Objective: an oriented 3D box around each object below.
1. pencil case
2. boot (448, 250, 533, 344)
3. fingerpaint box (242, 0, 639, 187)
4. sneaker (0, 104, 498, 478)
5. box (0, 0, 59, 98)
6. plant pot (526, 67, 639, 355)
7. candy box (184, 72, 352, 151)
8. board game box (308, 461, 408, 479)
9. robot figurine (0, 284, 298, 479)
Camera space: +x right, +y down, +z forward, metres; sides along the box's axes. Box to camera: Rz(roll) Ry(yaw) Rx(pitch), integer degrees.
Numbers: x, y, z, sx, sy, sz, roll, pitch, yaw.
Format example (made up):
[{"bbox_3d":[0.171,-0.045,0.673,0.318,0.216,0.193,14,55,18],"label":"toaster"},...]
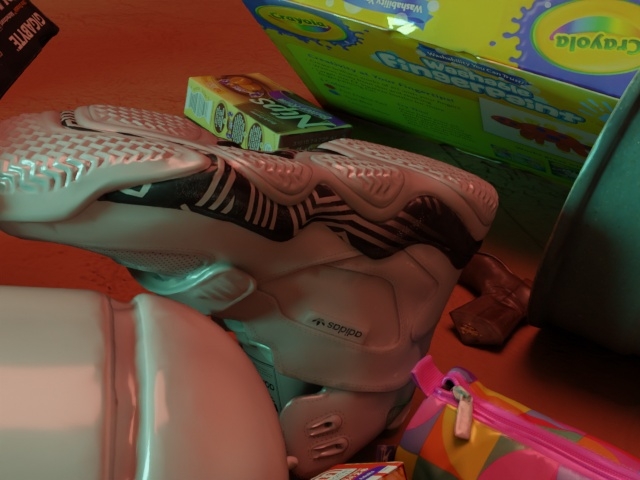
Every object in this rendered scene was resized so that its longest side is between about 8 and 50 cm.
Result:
[{"bbox_3d":[0.153,0.165,0.692,0.236,0.104,0.104,25,29,26],"label":"pencil case"},{"bbox_3d":[0.138,0.052,0.999,0.106,0.037,0.114,23,32,28],"label":"boot"},{"bbox_3d":[0.179,-0.216,1.225,0.444,0.163,0.371,20,-7,19],"label":"fingerpaint box"},{"bbox_3d":[-0.051,0.038,0.702,0.365,0.210,0.137,3,16,-36],"label":"sneaker"},{"bbox_3d":[-0.318,-0.026,0.700,0.073,0.295,0.293,48,17,-17],"label":"box"},{"bbox_3d":[0.398,0.005,0.893,0.334,0.341,0.341,31,31,21],"label":"plant pot"},{"bbox_3d":[-0.064,-0.140,1.295,0.109,0.053,0.186,-10,31,-38],"label":"candy box"},{"bbox_3d":[0.000,0.206,0.442,0.045,0.194,0.146,-14,2,44],"label":"board game box"},{"bbox_3d":[-0.167,0.121,0.529,0.353,0.200,0.300,4,17,-15],"label":"robot figurine"}]
